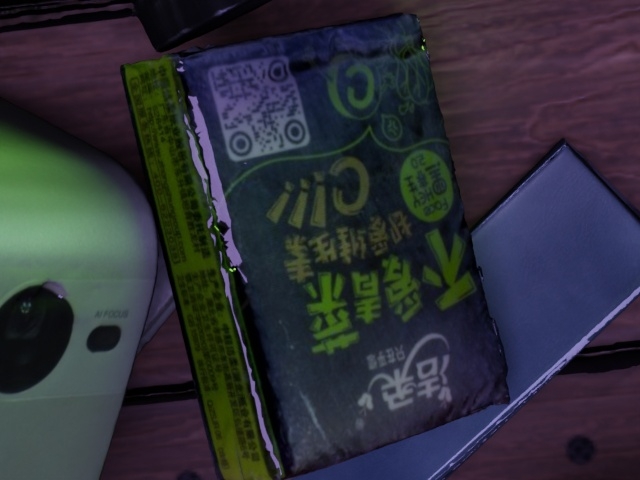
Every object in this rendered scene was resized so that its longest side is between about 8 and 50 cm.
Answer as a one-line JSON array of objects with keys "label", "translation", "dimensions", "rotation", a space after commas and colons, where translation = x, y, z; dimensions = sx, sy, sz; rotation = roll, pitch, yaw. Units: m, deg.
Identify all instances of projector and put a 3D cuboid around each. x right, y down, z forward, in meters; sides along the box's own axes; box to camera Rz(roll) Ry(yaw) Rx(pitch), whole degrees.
[{"label": "projector", "translation": [-0.271, 0.042, 0.904], "dimensions": [0.248, 0.249, 0.249], "rotation": [28, 106, 37]}]

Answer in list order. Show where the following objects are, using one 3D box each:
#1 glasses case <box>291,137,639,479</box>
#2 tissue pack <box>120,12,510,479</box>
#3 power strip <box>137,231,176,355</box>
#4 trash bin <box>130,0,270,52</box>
[{"label": "glasses case", "translation": [0.090, 0.068, 1.026], "dimensions": [0.266, 0.056, 0.105], "rotation": [-45, 70, 12]}, {"label": "tissue pack", "translation": [0.000, 0.000, 0.927], "dimensions": [0.173, 0.073, 0.235], "rotation": [-16, 93, -33]}, {"label": "power strip", "translation": [-0.109, 0.030, 1.017], "dimensions": [0.052, 0.078, 0.272], "rotation": [38, 103, -4]}, {"label": "trash bin", "translation": [-0.068, -0.277, 0.890], "dimensions": [0.252, 0.203, 0.301], "rotation": [-18, 102, 52]}]
